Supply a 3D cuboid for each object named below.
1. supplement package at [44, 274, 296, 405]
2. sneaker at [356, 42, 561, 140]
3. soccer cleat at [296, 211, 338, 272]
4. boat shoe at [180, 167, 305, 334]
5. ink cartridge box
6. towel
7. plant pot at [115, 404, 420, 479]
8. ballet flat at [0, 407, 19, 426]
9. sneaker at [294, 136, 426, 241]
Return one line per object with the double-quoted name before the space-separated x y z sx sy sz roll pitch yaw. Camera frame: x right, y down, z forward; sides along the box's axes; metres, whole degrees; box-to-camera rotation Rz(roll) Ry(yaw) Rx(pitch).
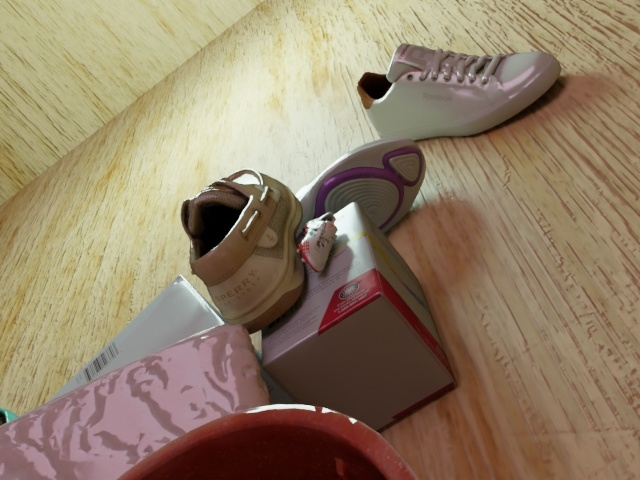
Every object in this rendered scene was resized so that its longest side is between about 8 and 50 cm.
"supplement package" -0.166 0.197 0.802 0.262 0.145 0.204 -44 27 -8
"sneaker" 0.160 -0.205 1.017 0.290 0.123 0.106 -10 38 45
"soccer cleat" 0.000 0.000 0.729 0.036 0.029 0.083 -35 21 18
"boat shoe" -0.086 -0.020 0.800 0.109 0.098 0.302 -37 24 10
"ink cartridge box" 0.028 0.075 0.752 0.128 0.127 0.176 -34 27 14
"towel" -0.156 0.263 0.598 0.317 0.053 0.331 -25 56 7
"plant pot" 0.006 0.261 0.340 0.272 0.265 0.272 -31 27 18
"ballet flat" -0.460 0.318 1.074 0.083 0.087 0.247 -37 27 8
"sneaker" -0.010 -0.037 0.990 0.305 0.114 0.152 -37 28 8
